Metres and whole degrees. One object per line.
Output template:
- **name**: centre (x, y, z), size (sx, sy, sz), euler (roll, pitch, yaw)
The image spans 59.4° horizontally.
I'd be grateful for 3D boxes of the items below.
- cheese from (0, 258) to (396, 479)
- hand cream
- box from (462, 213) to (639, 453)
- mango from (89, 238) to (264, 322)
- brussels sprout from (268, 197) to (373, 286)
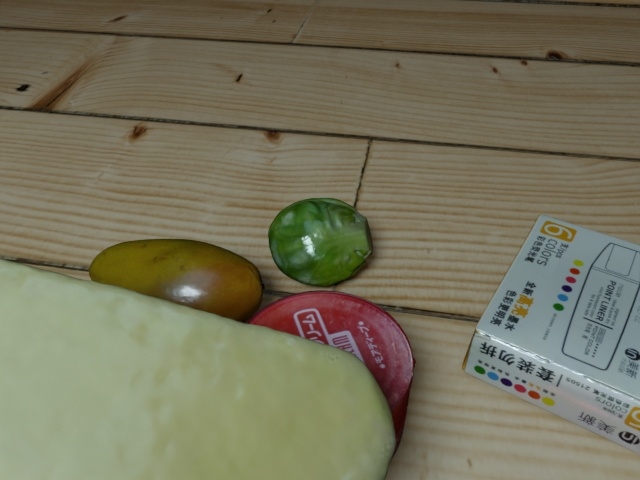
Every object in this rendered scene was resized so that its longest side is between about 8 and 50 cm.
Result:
- **cheese**: centre (-0.171, 0.151, 0.385), size (0.383, 0.104, 0.384), euler (9, 55, -13)
- **hand cream**: centre (0.002, 0.160, 0.607), size (0.193, 0.125, 0.193), euler (-1, 38, 1)
- **box**: centre (0.332, 0.096, 0.706), size (0.220, 0.091, 0.274), euler (21, 45, 24)
- **mango**: centre (-0.199, 0.057, 0.746), size (0.253, 0.113, 0.138), euler (10, 40, 16)
- **brussels sprout**: centre (-0.001, -0.002, 0.814), size (0.155, 0.118, 0.155), euler (-8, 35, 6)
